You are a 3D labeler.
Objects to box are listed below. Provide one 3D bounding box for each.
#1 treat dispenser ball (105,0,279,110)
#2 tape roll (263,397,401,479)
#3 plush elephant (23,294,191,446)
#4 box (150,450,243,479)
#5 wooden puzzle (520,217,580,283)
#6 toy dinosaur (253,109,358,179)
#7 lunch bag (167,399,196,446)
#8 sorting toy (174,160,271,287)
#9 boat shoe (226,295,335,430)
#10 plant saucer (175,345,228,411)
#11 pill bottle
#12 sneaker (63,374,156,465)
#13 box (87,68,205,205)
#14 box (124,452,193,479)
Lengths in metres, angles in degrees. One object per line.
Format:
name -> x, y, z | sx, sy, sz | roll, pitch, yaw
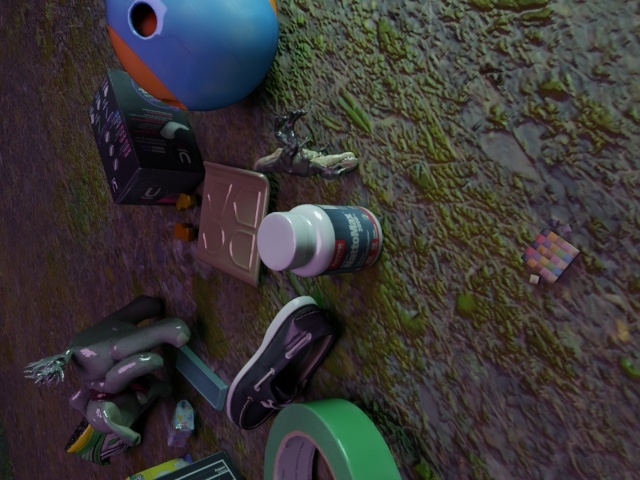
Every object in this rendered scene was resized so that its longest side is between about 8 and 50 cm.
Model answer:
treat dispenser ball -> -0.216, -0.372, 0.837 | 0.288, 0.288, 0.288 | 2, 93, 43
tape roll -> 0.010, 0.412, 0.742 | 0.321, 0.077, 0.321 | -8, 81, 60
plush elephant -> -0.449, 0.319, 1.100 | 0.272, 0.330, 0.255 | 10, 119, 46
box -> -0.250, 0.609, 0.905 | 0.294, 0.296, 0.182 | 40, 118, 36
wooden puzzle -> 0.277, 0.017, 0.583 | 0.049, 0.006, 0.083 | 46, 121, 32
toy dinosaur -> -0.053, -0.164, 0.852 | 0.268, 0.064, 0.118 | 6, 102, 46
lunch bag -> -0.325, 0.428, 1.133 | 0.071, 0.053, 0.083 | -63, 28, 25
sorting toy -> -0.212, -0.049, 1.023 | 0.307, 0.041, 0.228 | 19, 109, 41
boat shoe -> -0.074, 0.240, 0.849 | 0.091, 0.114, 0.302 | 46, 122, 38
plant saucer -> -0.279, 0.313, 1.109 | 0.192, 0.018, 0.067 | 28, 110, 38
pill bottle -> 0.000, 0.000, 0.723 | 0.108, 0.180, 0.107 | 3, 94, 43
sneaker -> -0.536, 0.483, 1.303 | 0.343, 0.146, 0.134 | -43, 20, 23
box -> -0.399, -0.226, 1.099 | 0.143, 0.165, 0.270 | -39, 66, 37
box -> -0.362, 0.563, 1.086 | 0.043, 0.179, 0.105 | -49, 61, 33
